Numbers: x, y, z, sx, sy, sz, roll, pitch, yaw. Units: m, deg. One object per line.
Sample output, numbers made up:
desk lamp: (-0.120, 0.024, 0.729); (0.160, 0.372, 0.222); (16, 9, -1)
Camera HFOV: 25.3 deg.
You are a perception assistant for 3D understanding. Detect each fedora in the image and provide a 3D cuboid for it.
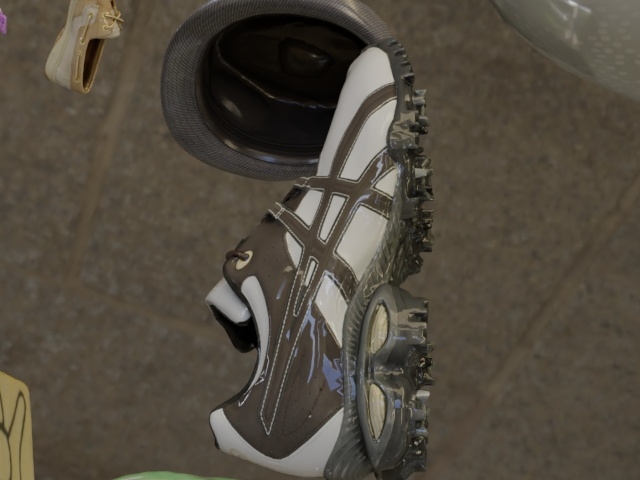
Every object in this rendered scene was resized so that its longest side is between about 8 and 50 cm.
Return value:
fedora: (-0.038, -0.194, 1.616); (0.276, 0.124, 0.243); (0, 122, 1)

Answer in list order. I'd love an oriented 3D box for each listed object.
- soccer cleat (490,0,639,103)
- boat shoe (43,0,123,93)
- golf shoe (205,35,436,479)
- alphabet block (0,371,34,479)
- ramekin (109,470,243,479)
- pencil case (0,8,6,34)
soccer cleat: (0.177, -0.161, 0.349); (0.143, 0.116, 0.331); (36, 111, -22)
boat shoe: (-0.247, -0.239, 1.576); (0.059, 0.063, 0.170); (32, 117, 8)
golf shoe: (0.000, 0.000, 0.572); (0.094, 0.198, 0.077); (-1, 147, 9)
alphabet block: (-0.330, 0.204, 1.093); (0.194, 0.197, 0.192); (-7, 165, 0)
ramekin: (-0.128, 0.344, 1.236); (0.304, 0.303, 0.148); (-1, 161, 18)
pencil case: (-0.414, -0.291, 1.678); (0.088, 0.086, 0.206); (-1, 173, -13)
